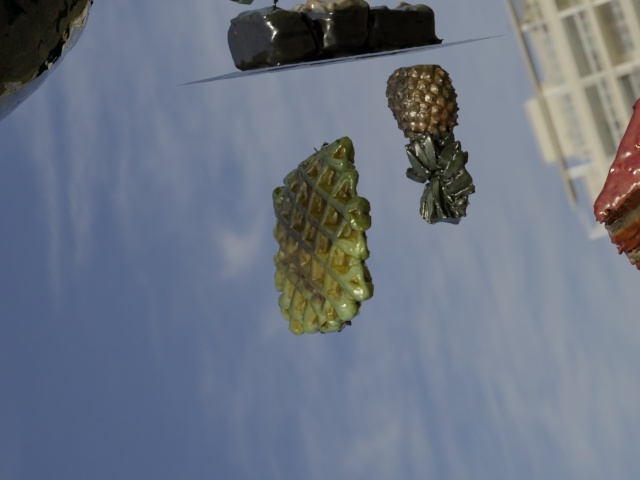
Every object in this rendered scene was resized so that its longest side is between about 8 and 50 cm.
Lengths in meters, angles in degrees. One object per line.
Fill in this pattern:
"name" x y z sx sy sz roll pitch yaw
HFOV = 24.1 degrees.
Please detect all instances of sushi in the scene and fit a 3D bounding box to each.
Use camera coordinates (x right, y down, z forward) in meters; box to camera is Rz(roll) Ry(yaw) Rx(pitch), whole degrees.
"sushi" 0.013 -0.281 1.948 0.296 0.373 0.100 -174 75 -70

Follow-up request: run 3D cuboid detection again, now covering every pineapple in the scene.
"pineapple" 0.111 -0.093 1.475 0.074 0.074 0.159 22 -127 -62

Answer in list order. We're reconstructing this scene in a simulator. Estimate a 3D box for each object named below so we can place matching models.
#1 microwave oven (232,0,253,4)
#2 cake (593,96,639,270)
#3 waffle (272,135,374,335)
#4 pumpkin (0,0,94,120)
"microwave oven" -0.080 -0.362 1.605 0.129 0.205 0.163 18 -105 -14
"cake" 0.342 -0.080 1.124 0.158 0.159 0.262 41 -108 -47
"waffle" 0.000 0.000 1.597 0.054 0.214 0.208 -1 -109 -26
"pumpkin" -0.324 -0.210 1.238 0.238 0.315 0.315 61 -156 -43
